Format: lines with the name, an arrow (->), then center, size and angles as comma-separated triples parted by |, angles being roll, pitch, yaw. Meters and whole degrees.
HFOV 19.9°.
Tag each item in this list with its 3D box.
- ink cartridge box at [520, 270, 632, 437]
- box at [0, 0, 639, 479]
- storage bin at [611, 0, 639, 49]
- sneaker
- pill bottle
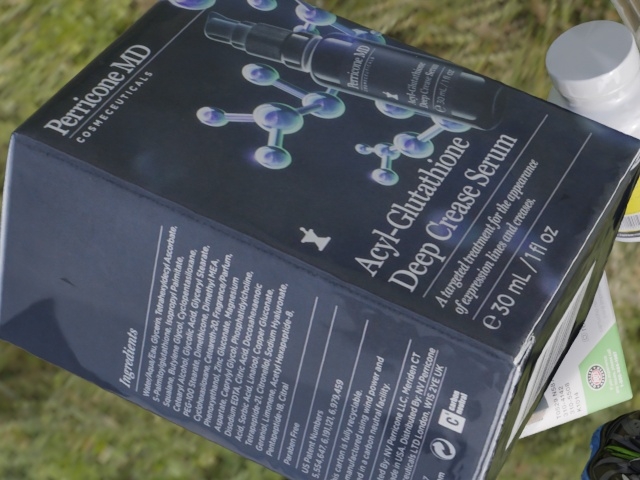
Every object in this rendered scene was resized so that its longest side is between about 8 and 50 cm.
ink cartridge box -> 0.164, 0.104, 1.719 | 0.092, 0.219, 0.160 | -164, 58, -69
box -> 0.000, 0.000, 1.387 | 0.395, 0.293, 0.212 | 23, 132, 13
storage bin -> 0.378, -0.297, 1.619 | 0.260, 0.262, 0.123 | 63, 170, 11
sneaker -> 0.255, 0.180, 1.452 | 0.078, 0.188, 0.067 | -38, 99, 20
pill bottle -> 0.249, -0.093, 1.530 | 0.103, 0.103, 0.184 | -2, 137, 26
